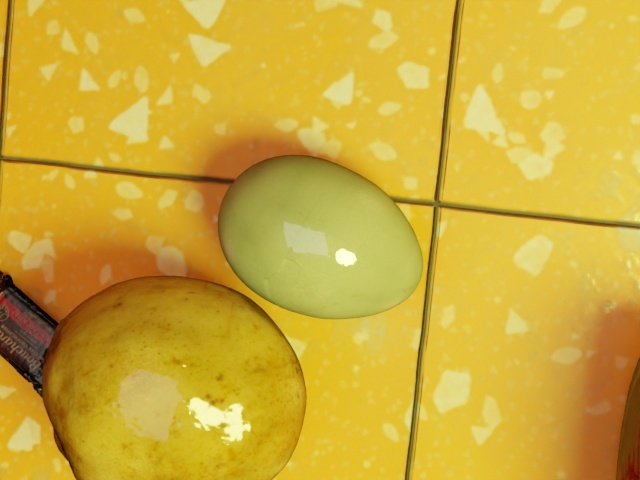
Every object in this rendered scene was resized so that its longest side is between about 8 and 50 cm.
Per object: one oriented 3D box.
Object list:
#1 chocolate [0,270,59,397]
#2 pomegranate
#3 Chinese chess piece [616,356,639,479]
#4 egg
[{"bbox_3d":[-0.329,0.109,1.108,0.182,0.028,0.086,37,93,7],"label":"chocolate"},{"bbox_3d":[-0.140,0.148,0.953,0.260,0.260,0.261,1,94,13],"label":"pomegranate"},{"bbox_3d":[0.319,0.219,0.840,0.102,0.273,0.273,4,94,10],"label":"Chinese chess piece"},{"bbox_3d":[0.000,0.000,0.961,0.209,0.151,0.151,24,98,10],"label":"egg"}]
